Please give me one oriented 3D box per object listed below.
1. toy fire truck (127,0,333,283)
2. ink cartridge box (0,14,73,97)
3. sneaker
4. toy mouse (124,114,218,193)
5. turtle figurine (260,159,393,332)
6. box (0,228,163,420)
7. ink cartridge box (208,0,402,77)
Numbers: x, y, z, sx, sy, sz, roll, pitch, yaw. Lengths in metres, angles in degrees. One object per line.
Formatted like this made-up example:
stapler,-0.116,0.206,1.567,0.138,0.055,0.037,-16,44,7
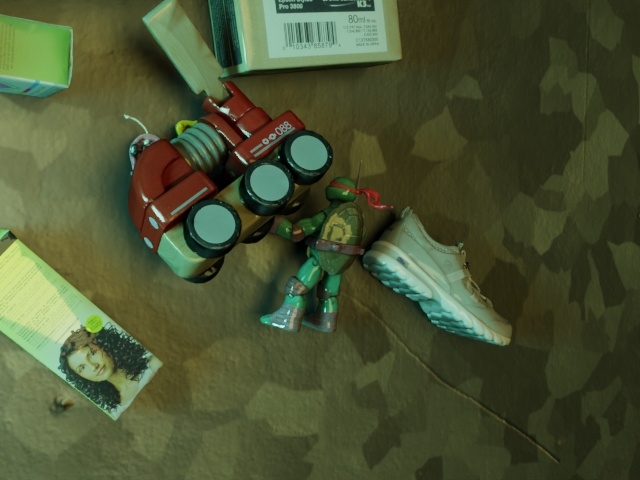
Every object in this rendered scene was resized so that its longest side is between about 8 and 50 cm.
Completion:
toy fire truck,-0.135,-0.113,0.827,0.217,0.158,0.246,-40,85,-27
ink cartridge box,-0.360,-0.187,0.723,0.209,0.109,0.062,3,91,-32
sneaker,0.195,0.060,1.089,0.281,0.105,0.115,38,74,-28
toy mouse,-0.179,-0.079,0.889,0.161,0.031,0.143,30,78,-30
turtle figurine,0.000,0.000,0.964,0.175,0.118,0.234,12,93,-32
box,-0.287,0.094,0.821,0.232,0.058,0.087,46,70,-25
ink cartridge box,-0.019,-0.311,0.938,0.235,0.088,0.193,-13,101,-30
